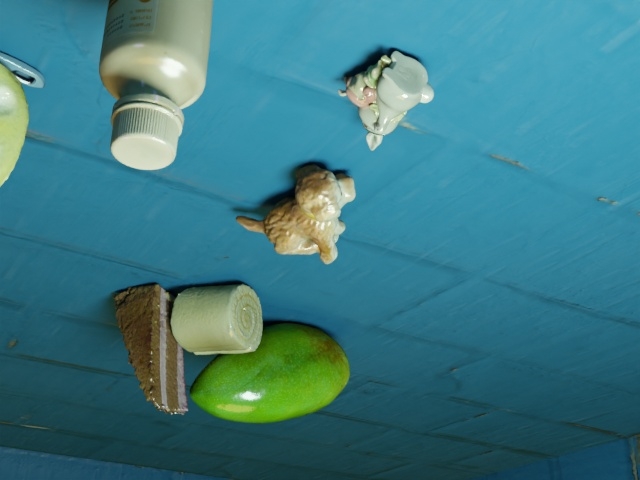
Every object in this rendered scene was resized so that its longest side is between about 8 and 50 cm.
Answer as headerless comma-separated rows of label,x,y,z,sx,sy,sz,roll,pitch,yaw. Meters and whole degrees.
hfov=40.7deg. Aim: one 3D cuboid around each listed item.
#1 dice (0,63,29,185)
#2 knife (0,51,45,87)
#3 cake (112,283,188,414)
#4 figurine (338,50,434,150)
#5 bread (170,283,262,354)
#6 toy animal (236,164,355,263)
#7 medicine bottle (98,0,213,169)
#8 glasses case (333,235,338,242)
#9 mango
dice,-0.491,-0.148,1.096,0.169,0.169,0.166,-6,153,34
knife,-0.484,-0.262,1.066,0.313,0.019,0.044,23,142,-34
cake,-0.323,0.210,1.724,0.113,0.295,0.116,-34,144,19
figurine,0.078,-0.191,1.146,0.098,0.081,0.146,52,147,0
bread,-0.207,0.159,1.747,0.141,0.133,0.148,-5,142,20
toy animal,-0.043,-0.053,1.373,0.184,0.104,0.185,10,157,-2
medicine bottle,-0.177,-0.196,0.925,0.114,0.252,0.114,0,153,0
glasses case,0.000,0.000,1.538,0.021,0.032,0.083,22,146,-40
mango,-0.107,0.289,1.854,0.382,0.225,0.201,-9,127,-39
